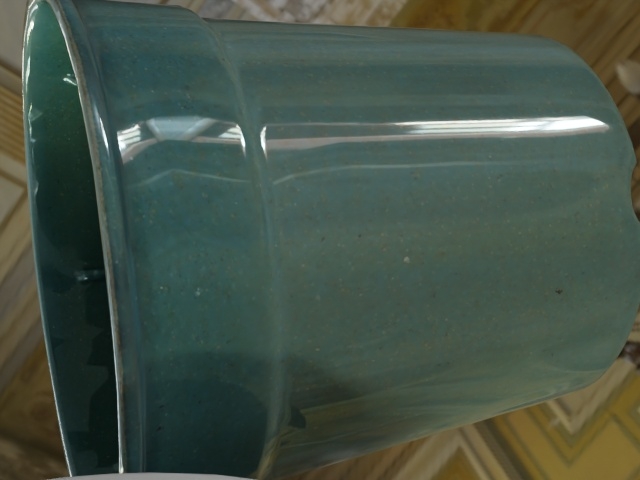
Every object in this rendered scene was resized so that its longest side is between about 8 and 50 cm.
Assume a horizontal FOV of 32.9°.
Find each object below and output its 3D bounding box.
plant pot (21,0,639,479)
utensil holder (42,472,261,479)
[{"bbox_3d":[0.000,0.000,0.702,0.341,0.334,0.341,173,-90,-71],"label":"plant pot"},{"bbox_3d":[-0.088,0.339,0.474,0.327,0.327,0.385,-36,-133,34],"label":"utensil holder"}]
